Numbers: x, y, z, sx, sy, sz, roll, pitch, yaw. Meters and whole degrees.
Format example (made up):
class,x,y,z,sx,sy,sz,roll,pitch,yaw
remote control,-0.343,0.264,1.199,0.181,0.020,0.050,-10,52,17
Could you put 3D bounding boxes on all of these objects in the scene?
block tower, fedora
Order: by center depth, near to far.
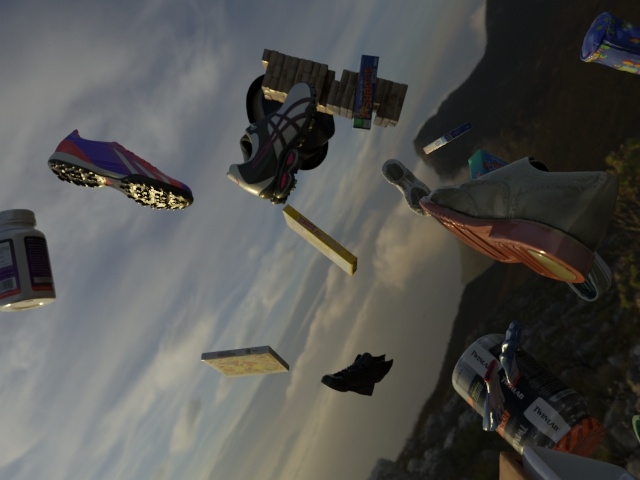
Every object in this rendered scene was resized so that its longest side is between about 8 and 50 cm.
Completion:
class,x,y,z,sx,sy,sz,roll,pitch,yaw
block tower,0.024,-0.349,1.265,0.091,0.335,0.097,100,-175,-89
fedora,-0.065,-0.390,1.682,0.152,0.334,0.334,-23,30,47

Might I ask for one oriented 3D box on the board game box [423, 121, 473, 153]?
class,x,y,z,sx,sy,sz,roll,pitch,yaw
board game box,0.310,-0.250,1.321,0.090,0.020,0.090,-31,1,-25

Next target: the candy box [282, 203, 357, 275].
class,x,y,z,sx,sy,sz,roll,pitch,yaw
candy box,0.000,0.000,1.257,0.027,0.206,0.105,-50,-13,-9

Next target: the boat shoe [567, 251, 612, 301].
class,x,y,z,sx,sy,sz,roll,pitch,yaw
boat shoe,0.588,0.013,1.316,0.094,0.302,0.109,-33,-11,-48

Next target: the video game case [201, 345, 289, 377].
class,x,y,z,sx,sy,sz,roll,pitch,yaw
video game case,-0.222,0.371,1.645,0.227,0.206,0.026,65,-161,-60

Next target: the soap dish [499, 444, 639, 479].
class,x,y,z,sx,sy,sz,roll,pitch,yaw
soap dish,0.390,0.408,0.703,0.291,0.228,0.118,-130,60,-70

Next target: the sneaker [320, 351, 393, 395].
class,x,y,z,sx,sy,sz,roll,pitch,yaw
sneaker,0.076,0.265,1.106,0.051,0.170,0.089,16,85,50

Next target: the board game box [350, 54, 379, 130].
class,x,y,z,sx,sy,sz,roll,pitch,yaw
board game box,0.087,-0.292,1.105,0.201,0.035,0.136,-81,-2,-79

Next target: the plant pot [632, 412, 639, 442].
class,x,y,z,sx,sy,sz,roll,pitch,yaw
plant pot,0.628,0.305,0.729,0.255,0.272,0.271,-30,-1,7

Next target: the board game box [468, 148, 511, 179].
class,x,y,z,sx,sy,sz,roll,pitch,yaw
board game box,0.433,-0.101,1.272,0.047,0.160,0.210,-50,28,46

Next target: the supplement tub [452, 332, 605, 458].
class,x,y,z,sx,sy,sz,roll,pitch,yaw
supplement tub,0.515,0.408,1.365,0.207,0.338,0.207,-18,-53,-25

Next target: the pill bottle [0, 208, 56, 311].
class,x,y,z,sx,sy,sz,roll,pitch,yaw
pill bottle,-0.613,0.039,1.108,0.108,0.108,0.194,86,169,-79

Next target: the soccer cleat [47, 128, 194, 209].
class,x,y,z,sx,sy,sz,roll,pitch,yaw
soccer cleat,-0.426,-0.159,1.199,0.109,0.318,0.116,109,176,-61

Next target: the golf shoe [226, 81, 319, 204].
class,x,y,z,sx,sy,sz,roll,pitch,yaw
golf shoe,-0.080,-0.201,0.998,0.105,0.120,0.273,127,159,-58

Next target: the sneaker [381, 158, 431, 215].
class,x,y,z,sx,sy,sz,roll,pitch,yaw
sneaker,0.305,-0.183,1.814,0.090,0.232,0.115,-39,-1,18

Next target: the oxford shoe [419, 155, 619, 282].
class,x,y,z,sx,sy,sz,roll,pitch,yaw
oxford shoe,0.289,-0.051,0.834,0.147,0.140,0.397,-58,22,1

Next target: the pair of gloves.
class,x,y,z,sx,sy,sz,roll,pitch,yaw
pair of gloves,0.336,0.250,0.991,0.198,0.023,0.159,-51,-44,-37

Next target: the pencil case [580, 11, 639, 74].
class,x,y,z,sx,sy,sz,roll,pitch,yaw
pencil case,0.798,-0.453,1.309,0.133,0.306,0.119,-55,-17,-69
